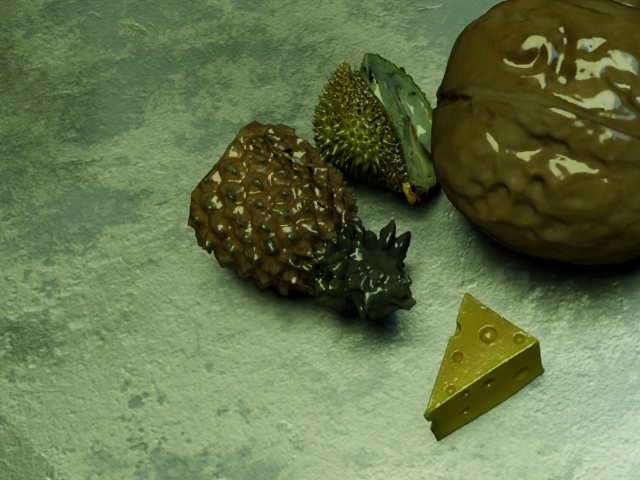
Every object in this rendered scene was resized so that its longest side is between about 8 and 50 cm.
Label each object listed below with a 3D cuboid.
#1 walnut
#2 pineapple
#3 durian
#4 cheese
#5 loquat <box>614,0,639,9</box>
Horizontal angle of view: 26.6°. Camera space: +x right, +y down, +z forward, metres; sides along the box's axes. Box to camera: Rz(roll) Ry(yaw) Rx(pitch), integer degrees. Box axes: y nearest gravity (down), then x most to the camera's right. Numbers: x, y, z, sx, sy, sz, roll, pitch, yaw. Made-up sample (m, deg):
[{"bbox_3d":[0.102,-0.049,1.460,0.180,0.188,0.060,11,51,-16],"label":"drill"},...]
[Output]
[{"bbox_3d":[0.336,-0.149,1.816,0.397,0.308,0.354,21,101,24],"label":"walnut"},{"bbox_3d":[0.000,0.001,1.886,0.357,0.223,0.223,34,74,19],"label":"pineapple"},{"bbox_3d":[0.079,-0.139,1.966,0.137,0.193,0.237,-34,53,32],"label":"durian"},{"bbox_3d":[0.194,0.180,1.786,0.126,0.093,0.171,34,75,27],"label":"cheese"},{"bbox_3d":[0.445,-0.317,1.981,0.141,0.141,0.141,-6,60,11],"label":"loquat"}]
